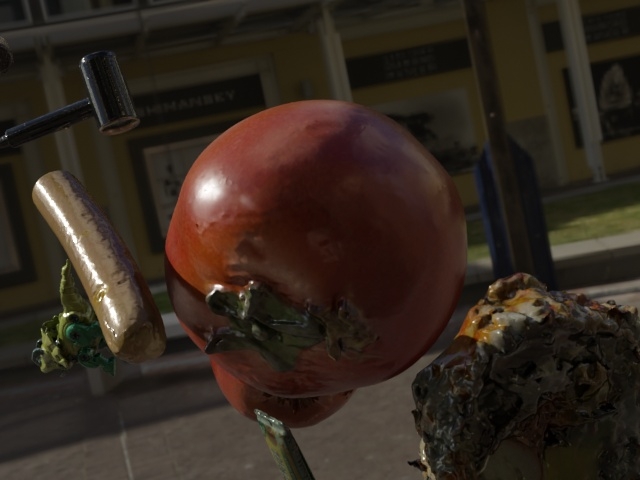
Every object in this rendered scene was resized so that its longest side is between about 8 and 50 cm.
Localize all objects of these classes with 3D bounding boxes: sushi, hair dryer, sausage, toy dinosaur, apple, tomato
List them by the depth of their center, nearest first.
[{"bbox_3d":[-0.229,0.020,0.949,0.066,0.065,0.301,-14,41,-26],"label":"sausage"},{"bbox_3d":[0.000,0.000,0.976,0.322,0.321,0.321,-11,5,1],"label":"tomato"},{"bbox_3d":[-0.045,0.140,1.251,0.218,0.218,0.201,-11,45,8],"label":"apple"},{"bbox_3d":[0.322,0.257,1.302,0.418,0.417,0.176,-13,14,-15],"label":"sushi"},{"bbox_3d":[-0.434,-0.215,1.513,0.255,0.128,0.070,-18,-6,5],"label":"hair dryer"},{"bbox_3d":[-0.423,0.146,1.623,0.153,0.259,0.094,12,31,-9],"label":"toy dinosaur"}]

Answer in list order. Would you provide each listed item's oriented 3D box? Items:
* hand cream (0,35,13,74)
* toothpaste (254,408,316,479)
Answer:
[{"bbox_3d":[-0.434,-0.245,1.091,0.080,0.050,0.234,0,22,-47],"label":"hand cream"},{"bbox_3d":[-0.023,0.258,0.997,0.049,0.204,0.031,18,50,43],"label":"toothpaste"}]
